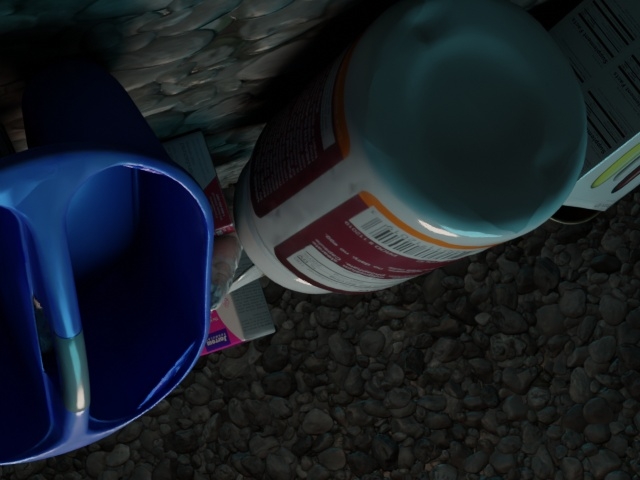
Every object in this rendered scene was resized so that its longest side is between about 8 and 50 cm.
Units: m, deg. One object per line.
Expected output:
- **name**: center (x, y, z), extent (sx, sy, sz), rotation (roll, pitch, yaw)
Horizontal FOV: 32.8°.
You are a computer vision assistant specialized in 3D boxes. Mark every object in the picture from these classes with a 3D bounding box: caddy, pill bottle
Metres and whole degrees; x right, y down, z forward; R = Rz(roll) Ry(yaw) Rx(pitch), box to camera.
- **caddy**: center (-0.204, 0.036, 0.798), extent (0.241, 0.179, 0.341), rotation (-17, 143, -20)
- **pill bottle**: center (0.060, -0.069, 1.060), extent (0.224, 0.224, 0.392), rotation (-17, 175, -24)

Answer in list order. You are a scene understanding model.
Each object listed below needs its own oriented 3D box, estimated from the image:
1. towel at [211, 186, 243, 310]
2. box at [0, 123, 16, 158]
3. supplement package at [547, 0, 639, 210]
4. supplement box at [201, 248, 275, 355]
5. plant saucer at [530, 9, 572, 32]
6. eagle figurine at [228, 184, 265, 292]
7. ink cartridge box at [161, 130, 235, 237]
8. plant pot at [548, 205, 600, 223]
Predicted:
- **towel**: center (-0.235, 0.038, 1.266), extent (0.317, 0.053, 0.332), rotation (-15, -161, 9)
- **box**: center (-0.400, 0.002, 0.945), extent (0.307, 0.076, 0.242), rotation (-18, 175, -12)
- **supplement package**: center (0.312, -0.151, 1.156), extent (0.203, 0.149, 0.194), rotation (-41, 160, 25)
- **supplement box**: center (-0.182, 0.082, 1.937), extent (0.111, 0.220, 0.114), rotation (-22, 175, 27)
- **plant saucer**: center (0.163, -0.182, 1.269), extent (0.310, 0.050, 0.310), rotation (-20, 176, -1)
- **eagle figurine**: center (0.003, -0.010, 1.627), extent (0.226, 0.298, 0.225), rotation (-67, 176, -52)
- **ink cartridge box**: center (-0.179, -0.039, 1.159), extent (0.150, 0.109, 0.063), rotation (-19, 177, -3)
- **plant pot**: center (0.318, -0.129, 1.734), extent (0.215, 0.215, 0.230), rotation (-16, -173, -30)
